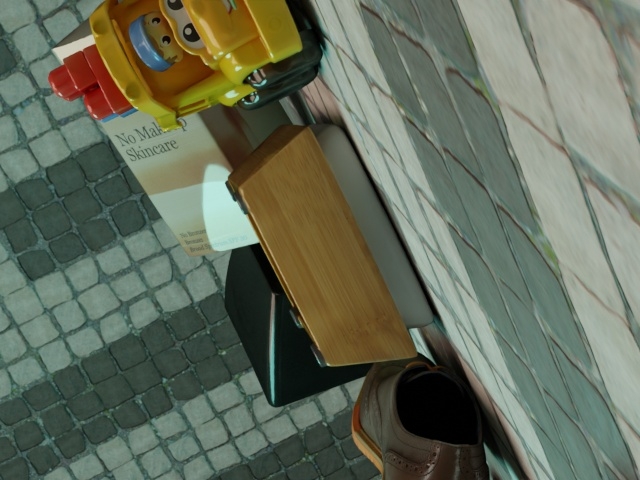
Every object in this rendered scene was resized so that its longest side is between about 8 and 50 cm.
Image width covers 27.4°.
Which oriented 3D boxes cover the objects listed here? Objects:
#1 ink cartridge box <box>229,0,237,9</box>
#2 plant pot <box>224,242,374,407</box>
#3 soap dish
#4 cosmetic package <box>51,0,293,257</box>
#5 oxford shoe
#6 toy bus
[{"bbox_3d":[-0.085,-0.271,0.870,0.209,0.062,0.109,62,177,15],"label":"ink cartridge box"},{"bbox_3d":[-0.010,0.057,1.594,0.167,0.188,0.187,86,162,-47],"label":"plant pot"},{"bbox_3d":[0.000,0.000,1.302,0.229,0.118,0.291,64,176,-8],"label":"soap dish"},{"bbox_3d":[-0.146,-0.141,1.489,0.296,0.153,0.129,58,-136,-21],"label":"cosmetic package"},{"bbox_3d":[0.108,0.170,1.275,0.364,0.130,0.133,-104,22,-70],"label":"oxford shoe"},{"bbox_3d":[-0.121,-0.163,1.075,0.220,0.211,0.149,171,73,-86],"label":"toy bus"}]
